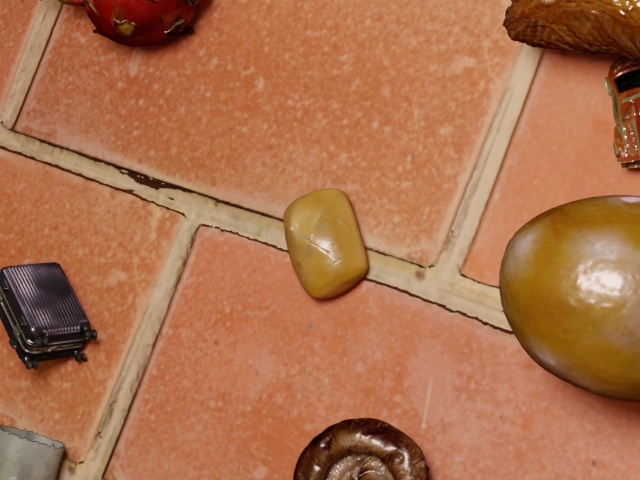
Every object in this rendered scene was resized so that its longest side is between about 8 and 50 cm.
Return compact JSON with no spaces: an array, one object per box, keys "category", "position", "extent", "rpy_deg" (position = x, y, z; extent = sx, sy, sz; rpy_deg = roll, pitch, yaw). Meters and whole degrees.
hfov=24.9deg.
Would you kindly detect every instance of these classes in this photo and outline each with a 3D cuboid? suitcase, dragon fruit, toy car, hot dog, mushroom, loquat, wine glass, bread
[{"category":"suitcase","position":[-0.315,0.082,1.638],"extent":[0.126,0.086,0.059],"rpy_deg":[57,134,30]},{"category":"dragon fruit","position":[-0.236,-0.289,1.668],"extent":[0.246,0.125,0.125],"rpy_deg":[9,109,26]},{"category":"toy car","position":[0.297,-0.125,1.347],"extent":[0.059,0.035,0.122],"rpy_deg":[-14,68,29]},{"category":"hot dog","position":[0.277,-0.214,1.326],"extent":[0.227,0.160,0.099],"rpy_deg":[7,109,33]},{"category":"mushroom","position":[0.055,0.239,1.369],"extent":[0.170,0.080,0.135],"rpy_deg":[13,96,33]},{"category":"loquat","position":[0.266,0.051,1.235],"extent":[0.227,0.179,0.179],"rpy_deg":[16,85,26]},{"category":"wine glass","position":[-0.348,0.308,1.593],"extent":[0.093,0.093,0.202],"rpy_deg":[17,88,34]},{"category":"bread","position":[0.000,0.000,1.484],"extent":[0.082,0.056,0.115],"rpy_deg":[-22,65,26]}]
